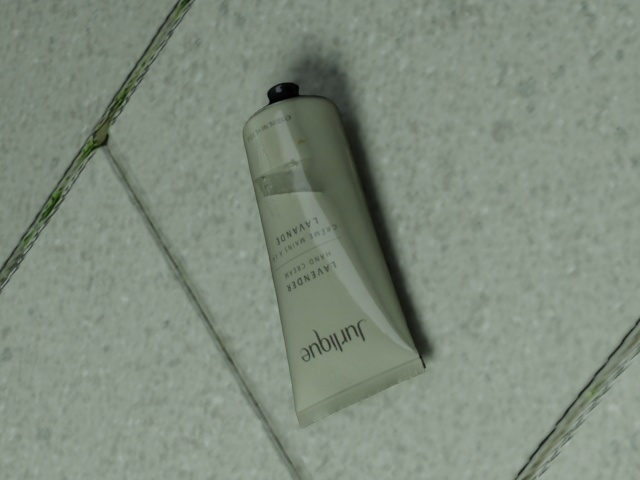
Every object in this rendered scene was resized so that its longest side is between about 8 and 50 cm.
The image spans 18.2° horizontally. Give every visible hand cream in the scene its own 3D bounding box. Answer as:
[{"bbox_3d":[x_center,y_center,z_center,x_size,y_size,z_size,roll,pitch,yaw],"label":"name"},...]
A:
[{"bbox_3d":[0.000,0.000,1.079,0.087,0.054,0.186,-28,66,32],"label":"hand cream"}]
